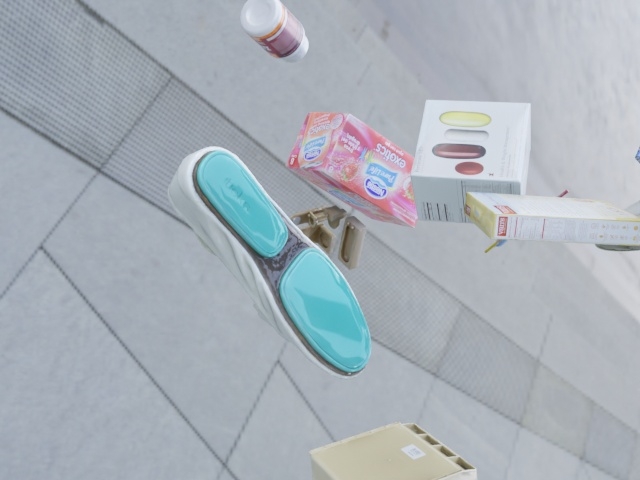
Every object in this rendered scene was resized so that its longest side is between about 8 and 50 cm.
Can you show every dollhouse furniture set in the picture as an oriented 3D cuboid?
[{"bbox_3d":[0.000,0.000,2.075,0.123,0.151,0.144,-16,134,-33],"label":"dollhouse furniture set"}]

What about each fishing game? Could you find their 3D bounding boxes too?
[{"bbox_3d":[0.486,-0.051,2.211,0.264,0.189,0.041,-30,79,-43],"label":"fishing game"}]

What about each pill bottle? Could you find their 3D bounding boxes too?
[{"bbox_3d":[-0.082,-0.397,1.740,0.152,0.086,0.086,31,63,-61],"label":"pill bottle"}]

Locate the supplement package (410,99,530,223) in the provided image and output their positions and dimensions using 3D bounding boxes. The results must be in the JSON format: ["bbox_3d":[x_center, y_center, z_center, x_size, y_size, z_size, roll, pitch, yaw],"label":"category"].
[{"bbox_3d":[0.294,-0.150,1.769,0.149,0.203,0.194,71,27,-54],"label":"supplement package"}]

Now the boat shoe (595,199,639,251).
[{"bbox_3d":[0.624,-0.065,1.613,0.113,0.302,0.103,27,51,-51],"label":"boat shoe"}]

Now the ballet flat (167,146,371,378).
[{"bbox_3d":[-0.076,0.038,1.330,0.400,0.139,0.139,52,45,-16],"label":"ballet flat"}]

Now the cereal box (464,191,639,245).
[{"bbox_3d":[0.363,-0.035,1.449,0.173,0.240,0.047,-109,-158,-75],"label":"cereal box"}]

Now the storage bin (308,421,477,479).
[{"bbox_3d":[0.144,0.495,1.860,0.260,0.262,0.123,-13,106,-22],"label":"storage bin"}]

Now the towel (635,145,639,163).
[{"bbox_3d":[0.638,-0.164,1.397,0.336,0.243,0.040,-51,173,-33],"label":"towel"}]

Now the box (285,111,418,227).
[{"bbox_3d":[0.092,-0.157,2.053,0.300,0.154,0.142,29,81,-37],"label":"box"}]
